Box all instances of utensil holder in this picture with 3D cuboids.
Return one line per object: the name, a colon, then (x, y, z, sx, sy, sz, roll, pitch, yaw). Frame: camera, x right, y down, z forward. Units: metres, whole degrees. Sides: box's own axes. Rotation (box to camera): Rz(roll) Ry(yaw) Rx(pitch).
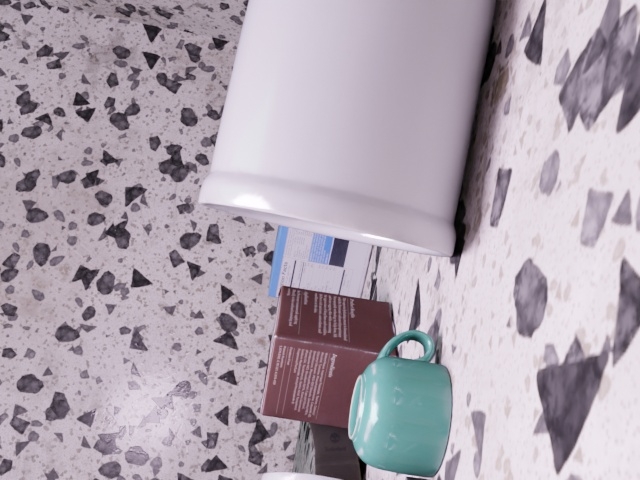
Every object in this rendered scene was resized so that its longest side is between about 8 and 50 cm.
utensil holder: (0.043, -0.199, 0.878, 0.327, 0.327, 0.386, 177, 104, -87)

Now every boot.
boot: (0.033, 0.364, 1.273, 0.115, 0.112, 0.306, 87, -173, -54)

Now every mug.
mug: (0.088, 0.195, 0.817, 0.158, 0.097, 0.130, -86, 7, -61)

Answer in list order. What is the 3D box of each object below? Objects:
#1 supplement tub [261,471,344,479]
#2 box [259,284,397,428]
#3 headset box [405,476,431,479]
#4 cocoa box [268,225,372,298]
supplement tub: (-0.026, 0.498, 1.018, 0.191, 0.191, 0.272, 107, 172, -64)
box: (0.011, 0.201, 1.191, 0.168, 0.203, 0.167, -86, 7, -64)
headset box: (0.106, 0.302, 0.750, 0.062, 0.032, 0.083, -110, 29, -84)
cocoa box: (0.000, 0.000, 1.788, 0.347, 0.227, 0.232, -90, 11, -71)
